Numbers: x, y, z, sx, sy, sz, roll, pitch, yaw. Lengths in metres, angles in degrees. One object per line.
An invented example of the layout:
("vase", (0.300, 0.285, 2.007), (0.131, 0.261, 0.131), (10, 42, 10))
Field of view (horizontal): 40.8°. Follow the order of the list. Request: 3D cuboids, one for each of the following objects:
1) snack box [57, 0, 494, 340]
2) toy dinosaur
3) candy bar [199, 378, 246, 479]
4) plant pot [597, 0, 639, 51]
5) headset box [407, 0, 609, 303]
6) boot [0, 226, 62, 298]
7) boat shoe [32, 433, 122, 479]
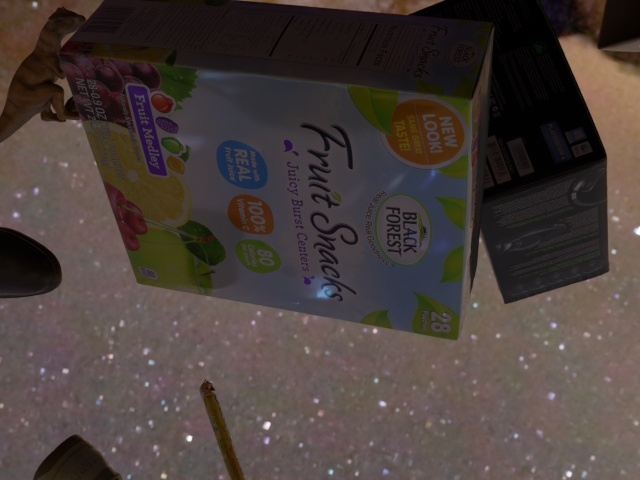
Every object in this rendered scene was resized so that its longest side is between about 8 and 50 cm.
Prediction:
("snack box", (-0.016, -0.038, 0.473), (0.207, 0.174, 0.070), (8, -133, 14))
("toy dinosaur", (-0.301, -0.149, 0.898), (0.112, 0.211, 0.064), (24, -164, -45))
("candy bar", (-0.106, 0.234, 0.973), (0.018, 0.161, 0.040), (-19, -171, -13))
("plant pot", (0.372, -0.252, 0.911), (0.096, 0.109, 0.109), (11, -178, -12))
("headset box", (0.213, -0.095, 0.946), (0.131, 0.283, 0.246), (-19, -120, 10))
("boot", (-0.372, 0.033, 0.855), (0.219, 0.082, 0.106), (7, -159, 19))
("boat shoe", (-0.146, 0.183, 0.551), (0.048, 0.153, 0.056), (29, -135, 18))
